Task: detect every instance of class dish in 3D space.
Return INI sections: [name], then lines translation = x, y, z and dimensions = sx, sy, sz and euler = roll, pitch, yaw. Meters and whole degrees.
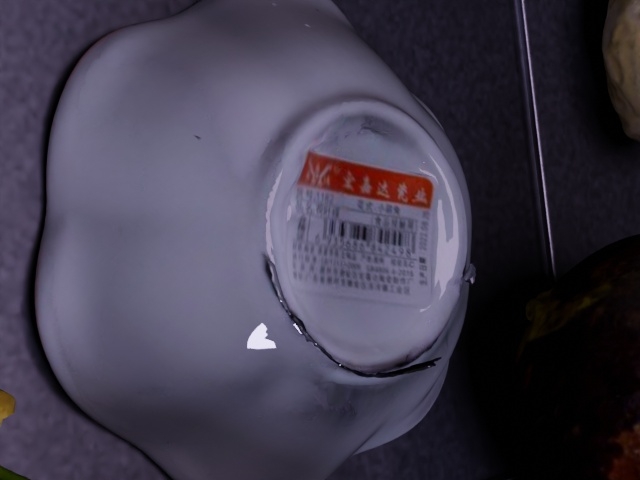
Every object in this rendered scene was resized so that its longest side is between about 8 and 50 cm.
[dish]
translation = 0.000, 0.000, 0.572
dimensions = 0.229, 0.081, 0.229
euler = 3, 85, -39

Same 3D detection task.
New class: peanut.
[peanut]
translation = 0.183, -0.130, 0.734
dimensions = 0.080, 0.080, 0.174
euler = 8, 79, -39

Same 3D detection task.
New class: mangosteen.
[mangosteen]
translation = 0.198, 0.081, 0.641
dimensions = 0.192, 0.217, 0.192
euler = 43, 38, -46

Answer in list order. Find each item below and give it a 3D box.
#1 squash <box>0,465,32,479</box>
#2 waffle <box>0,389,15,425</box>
[squash]
translation = -0.164, 0.100, 0.441
dimensions = 0.075, 0.090, 0.200
euler = 47, 37, 15
[waffle]
translation = -0.230, 0.000, 0.341
dimensions = 0.312, 0.060, 0.307
euler = -5, 65, -36
